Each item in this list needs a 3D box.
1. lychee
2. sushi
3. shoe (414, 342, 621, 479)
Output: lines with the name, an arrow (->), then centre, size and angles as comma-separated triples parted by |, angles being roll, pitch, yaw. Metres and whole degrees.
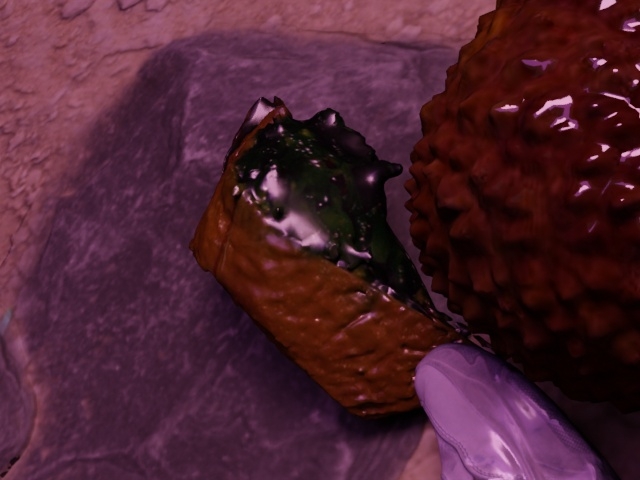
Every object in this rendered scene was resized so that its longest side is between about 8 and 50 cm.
lychee -> 0.187, -0.039, 0.649 | 0.304, 0.276, 0.275 | -26, 40, 58
sushi -> 0.000, 0.001, 0.821 | 0.140, 0.149, 0.287 | -43, 47, -3
shoe -> 0.110, 0.168, 0.677 | 0.138, 0.095, 0.245 | -40, 54, -1
